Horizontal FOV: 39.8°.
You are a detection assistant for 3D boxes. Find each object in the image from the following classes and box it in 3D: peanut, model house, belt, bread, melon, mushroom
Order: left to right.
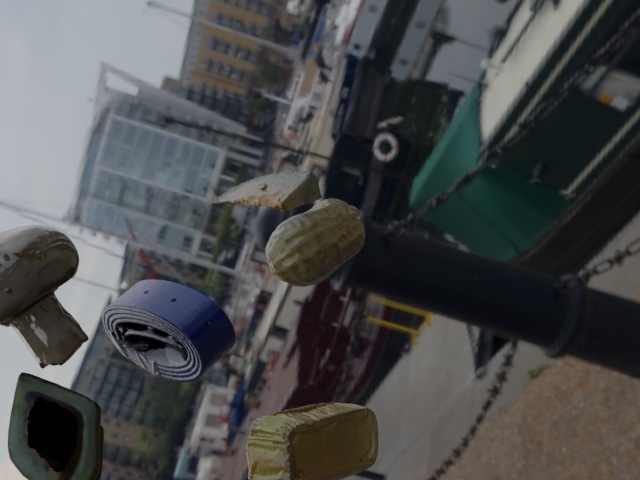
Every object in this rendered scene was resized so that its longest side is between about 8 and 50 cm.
[{"bbox_3d":[-0.612,0.126,1.795,0.292,0.293,0.290,-99,-16,-78],"label":"mushroom"},{"bbox_3d":[-0.515,0.429,1.731,0.239,0.174,0.268,109,163,-54],"label":"model house"},{"bbox_3d":[-0.342,0.202,1.988,0.117,0.347,0.212,-44,-57,-36],"label":"belt"},{"bbox_3d":[-0.093,-0.074,1.437,0.098,0.182,0.054,-36,-62,-38],"label":"melon"},{"bbox_3d":[-0.013,0.392,1.670,0.119,0.288,0.152,-3,88,42],"label":"bread"},{"bbox_3d":[0.000,0.000,1.760,0.153,0.140,0.325,-51,-8,26],"label":"peanut"}]
